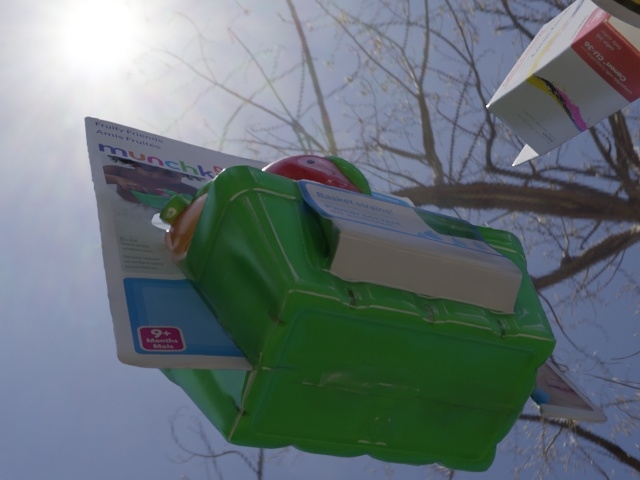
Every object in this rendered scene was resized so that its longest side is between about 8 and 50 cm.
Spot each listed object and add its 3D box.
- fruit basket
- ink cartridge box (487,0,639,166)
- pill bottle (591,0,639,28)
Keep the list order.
[{"bbox_3d":[0.000,0.000,0.649,0.166,0.326,0.353,-65,-154,26],"label":"fruit basket"},{"bbox_3d":[0.212,-0.145,0.714,0.067,0.198,0.115,40,-115,-6],"label":"ink cartridge box"},{"bbox_3d":[0.204,-0.186,0.508,0.065,0.065,0.116,42,-53,18],"label":"pill bottle"}]
